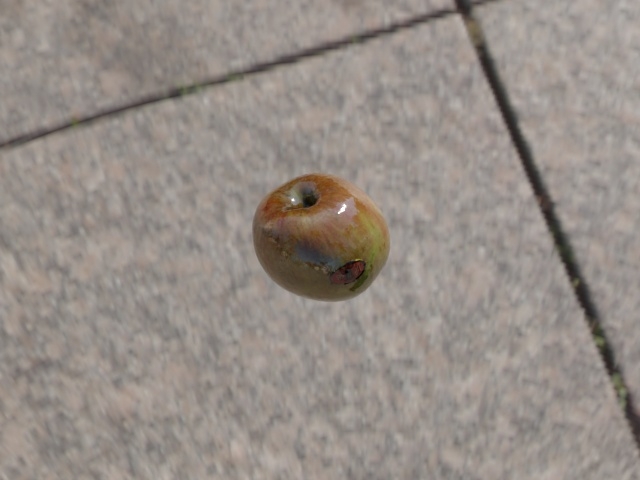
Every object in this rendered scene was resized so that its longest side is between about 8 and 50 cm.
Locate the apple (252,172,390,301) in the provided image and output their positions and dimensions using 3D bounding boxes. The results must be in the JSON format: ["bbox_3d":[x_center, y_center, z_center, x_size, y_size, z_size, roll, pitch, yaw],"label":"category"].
[{"bbox_3d":[0.000,0.000,1.080,0.084,0.071,0.084,-12,35,8],"label":"apple"}]
